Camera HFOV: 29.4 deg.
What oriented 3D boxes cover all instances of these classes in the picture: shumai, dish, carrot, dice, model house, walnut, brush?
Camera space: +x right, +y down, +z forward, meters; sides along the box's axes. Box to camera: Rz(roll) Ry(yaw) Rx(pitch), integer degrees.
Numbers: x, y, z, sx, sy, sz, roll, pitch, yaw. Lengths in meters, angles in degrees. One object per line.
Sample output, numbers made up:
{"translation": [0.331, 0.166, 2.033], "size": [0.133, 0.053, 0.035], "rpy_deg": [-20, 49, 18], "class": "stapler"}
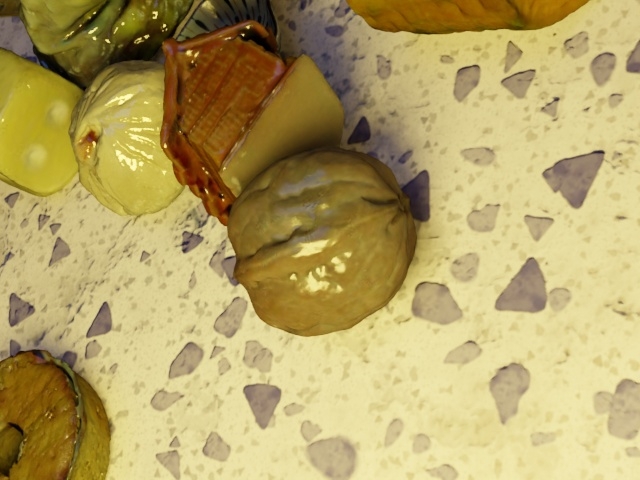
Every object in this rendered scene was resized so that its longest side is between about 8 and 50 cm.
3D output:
{"translation": [-0.361, -0.401, 1.779], "size": [0.304, 0.263, 0.309], "rpy_deg": [17, 81, 32], "class": "shumai"}
{"translation": [-0.117, -0.258, 1.681], "size": [0.190, 0.066, 0.191], "rpy_deg": [-16, 61, 31], "class": "dish"}
{"translation": [0.186, -0.360, 1.415], "size": [0.340, 0.241, 0.242], "rpy_deg": [0, 70, 36], "class": "carrot"}
{"translation": [-0.450, -0.175, 1.799], "size": [0.166, 0.169, 0.169], "rpy_deg": [19, 81, 37], "class": "dice"}
{"translation": [-0.097, -0.144, 1.537], "size": [0.219, 0.199, 0.229], "rpy_deg": [-46, 50, -4], "class": "model house"}
{"translation": [0.000, 0.000, 1.406], "size": [0.224, 0.224, 0.224], "rpy_deg": [-14, 63, 28], "class": "walnut"}
{"translation": [-0.472, -0.386, 2.009], "size": [0.218, 0.010, 0.083], "rpy_deg": [8, 74, 36], "class": "brush"}

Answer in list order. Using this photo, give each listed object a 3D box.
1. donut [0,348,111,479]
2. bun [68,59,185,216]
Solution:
{"translation": [-0.381, 0.280, 1.600], "size": [0.272, 0.107, 0.272], "rpy_deg": [-17, 56, 26], "class": "donut"}
{"translation": [-0.270, -0.139, 1.661], "size": [0.220, 0.134, 0.220], "rpy_deg": [3, 95, 46], "class": "bun"}
